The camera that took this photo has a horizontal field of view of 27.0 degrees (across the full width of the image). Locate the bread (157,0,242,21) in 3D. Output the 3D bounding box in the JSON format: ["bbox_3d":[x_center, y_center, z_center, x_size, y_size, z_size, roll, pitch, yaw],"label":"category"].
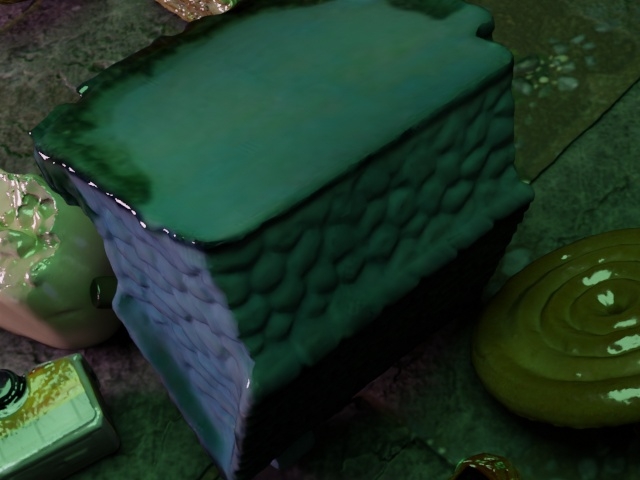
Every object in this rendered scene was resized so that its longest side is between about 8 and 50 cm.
[{"bbox_3d":[-0.114,-0.309,1.536,0.138,0.102,0.196,-38,52,-19],"label":"bread"}]

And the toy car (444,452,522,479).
[{"bbox_3d":[0.114,0.221,1.107,0.122,0.035,0.059,-39,50,-14],"label":"toy car"}]

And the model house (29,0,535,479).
[{"bbox_3d":[0.000,0.000,1.141,0.360,0.339,0.297,-35,39,-26],"label":"model house"}]

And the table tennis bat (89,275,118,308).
[{"bbox_3d":[-0.097,0.044,1.227,0.234,0.022,0.131,0,68,-29],"label":"table tennis bat"}]

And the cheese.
[{"bbox_3d":[-0.302,0.003,1.267,0.266,0.233,0.127,17,70,28],"label":"cheese"}]

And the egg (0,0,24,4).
[{"bbox_3d":[-0.371,-0.413,1.596,0.238,0.238,0.289,28,54,31],"label":"egg"}]

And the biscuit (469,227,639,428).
[{"bbox_3d":[0.250,0.064,1.136,0.262,0.037,0.262,-18,30,10],"label":"biscuit"}]

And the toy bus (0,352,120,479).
[{"bbox_3d":[-0.317,0.200,1.205,0.268,0.092,0.106,-27,61,-7],"label":"toy bus"}]

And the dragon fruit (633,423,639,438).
[{"bbox_3d":[0.350,0.152,1.069,0.190,0.094,0.094,10,56,16],"label":"dragon fruit"}]
